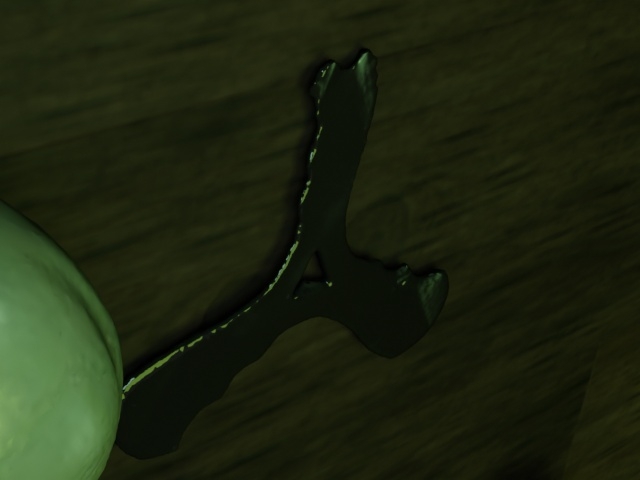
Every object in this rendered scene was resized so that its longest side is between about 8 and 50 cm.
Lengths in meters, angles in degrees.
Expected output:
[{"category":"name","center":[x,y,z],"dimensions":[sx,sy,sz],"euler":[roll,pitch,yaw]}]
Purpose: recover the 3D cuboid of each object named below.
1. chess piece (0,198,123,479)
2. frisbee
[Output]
[{"category":"chess piece","center":[-0.196,0.113,0.402],"dimensions":[0.330,0.182,0.182],"euler":[-47,143,-22]},{"category":"frisbee","center":[0.000,0.000,0.651],"dimensions":[0.211,0.012,0.187],"euler":[-12,125,-43]}]
